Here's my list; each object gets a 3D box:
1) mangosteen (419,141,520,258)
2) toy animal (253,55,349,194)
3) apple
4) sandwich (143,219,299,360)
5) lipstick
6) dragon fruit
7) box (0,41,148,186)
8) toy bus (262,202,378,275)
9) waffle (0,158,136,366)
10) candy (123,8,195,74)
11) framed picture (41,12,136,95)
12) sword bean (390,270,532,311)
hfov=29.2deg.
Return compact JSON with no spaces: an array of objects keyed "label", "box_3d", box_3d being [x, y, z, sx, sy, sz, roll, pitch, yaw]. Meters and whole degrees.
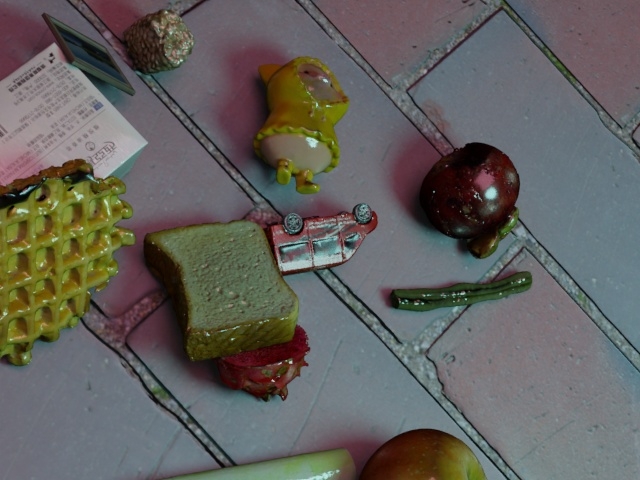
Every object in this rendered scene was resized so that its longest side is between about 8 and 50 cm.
[{"label":"mangosteen","box_3d":[0.255,-0.068,2.010,0.180,0.166,0.166,51,56,-29]},{"label":"toy animal","box_3d":[-0.032,-0.180,1.941,0.156,0.156,0.229,18,54,-17]},{"label":"apple","box_3d":[0.152,0.384,1.762,0.234,0.173,0.210,62,22,-15]},{"label":"sandwich","box_3d":[-0.143,0.067,1.778,0.186,0.065,0.214,-9,48,-20]},{"label":"lipstick","box_3d":[-0.097,0.350,1.733,0.304,0.076,0.076,-6,73,-25]},{"label":"dragon fruit","box_3d":[-0.093,0.189,1.792,0.153,0.153,0.110,-14,117,-27]},{"label":"box","box_3d":[-0.418,-0.117,1.751,0.203,0.116,0.274,46,60,-2]},{"label":"toy bus","box_3d":[0.000,0.000,1.912,0.195,0.081,0.089,-9,84,-26]},{"label":"waffle","box_3d":[-0.377,0.017,1.639,0.060,0.307,0.312,26,65,30]},{"label":"candy","box_3d":[-0.250,-0.309,1.912,0.085,0.110,0.095,-37,103,-31]},{"label":"framed picture","box_3d":[-0.345,-0.277,1.835,0.109,0.011,0.149,54,14,27]},{"label":"sword bean","box_3d":[0.235,0.084,2.005,0.269,0.038,0.043,-7,98,-26]}]
